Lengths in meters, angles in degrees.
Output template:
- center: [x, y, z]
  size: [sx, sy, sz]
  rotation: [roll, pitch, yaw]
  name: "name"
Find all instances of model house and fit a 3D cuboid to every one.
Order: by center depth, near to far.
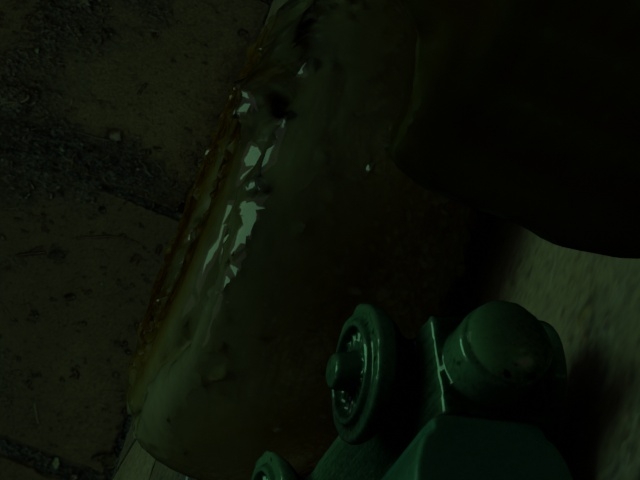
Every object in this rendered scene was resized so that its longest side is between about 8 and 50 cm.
- center: [0.077, -0.129, 0.667]
  size: [0.173, 0.268, 0.239]
  rotation: [16, 85, 62]
  name: "model house"

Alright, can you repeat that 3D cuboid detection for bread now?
- center: [0.000, 0.000, 1.013]
  size: [0.305, 0.159, 0.305]
  rotation: [-158, 90, -86]
  name: "bread"

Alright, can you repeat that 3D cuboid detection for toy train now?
- center: [0.033, 0.129, 0.743]
  size: [0.248, 0.101, 0.159]
  rotation: [122, 151, -53]
  name: "toy train"

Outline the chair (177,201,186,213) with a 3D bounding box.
- center: [-0.032, -0.004, 1.331]
  size: [0.154, 0.141, 0.260]
  rotation: [-151, 85, -82]
  name: "chair"
